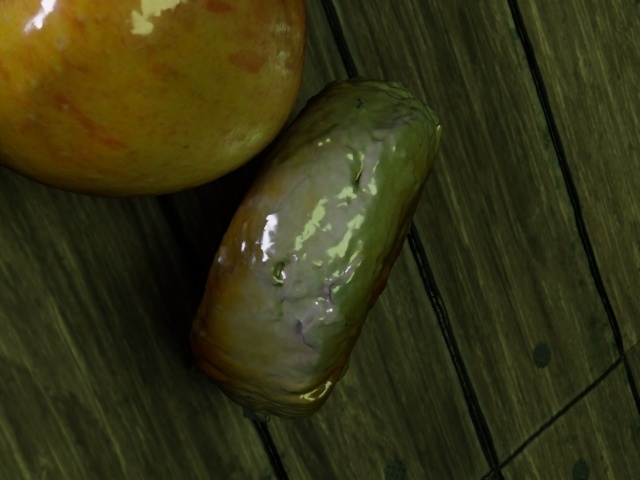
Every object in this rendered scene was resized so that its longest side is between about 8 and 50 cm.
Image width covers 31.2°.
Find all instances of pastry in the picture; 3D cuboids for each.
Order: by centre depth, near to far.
[{"bbox_3d":[0.000,0.000,0.986,0.136,0.330,0.330,24,75,5],"label":"pastry"}]

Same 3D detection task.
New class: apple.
[{"bbox_3d":[-0.149,-0.177,0.860,0.275,0.299,0.299,11,85,-52],"label":"apple"}]
